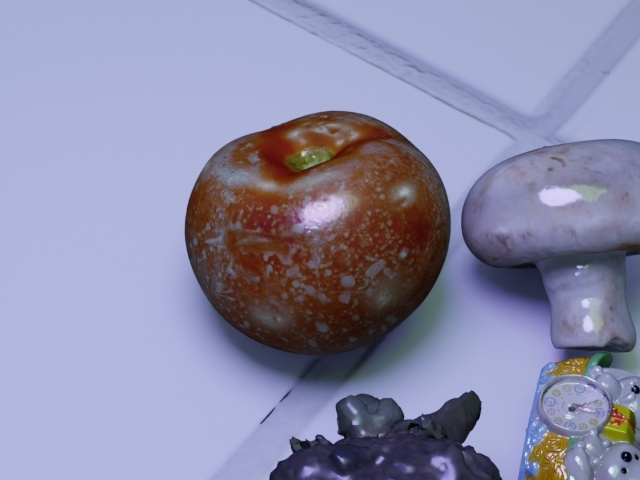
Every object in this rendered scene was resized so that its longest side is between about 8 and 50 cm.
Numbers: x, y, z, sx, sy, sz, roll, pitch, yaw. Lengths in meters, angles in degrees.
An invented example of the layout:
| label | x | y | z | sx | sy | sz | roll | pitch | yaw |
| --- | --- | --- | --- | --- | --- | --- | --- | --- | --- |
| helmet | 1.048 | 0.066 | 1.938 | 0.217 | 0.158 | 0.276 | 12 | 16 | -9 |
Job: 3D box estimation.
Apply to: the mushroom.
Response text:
| label | x | y | z | sx | sy | sz | roll | pitch | yaw |
| --- | --- | --- | --- | --- | --- | --- | --- | --- | --- |
| mushroom | 0.273 | 0.008 | 1.543 | 0.244 | 0.243 | 0.243 | 2 | 51 | -3 |

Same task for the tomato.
| label | x | y | z | sx | sy | sz | roll | pitch | yaw |
| --- | --- | --- | --- | --- | --- | --- | --- | --- | --- |
| tomato | 0.000 | 0.000 | 1.503 | 0.270 | 0.222 | 0.270 | -5 | 26 | 2 |

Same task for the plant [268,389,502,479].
| label | x | y | z | sx | sy | sz | roll | pitch | yaw |
| --- | --- | --- | --- | --- | --- | --- | --- | --- | --- |
| plant | 0.058 | 0.251 | 1.305 | 0.215 | 0.213 | 0.312 | 0 | 52 | -1 |

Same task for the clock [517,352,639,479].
| label | x | y | z | sx | sy | sz | roll | pitch | yaw |
| --- | --- | --- | --- | --- | --- | --- | --- | --- | --- |
| clock | 0.272 | 0.200 | 1.435 | 0.144 | 0.103 | 0.231 | 9 | 49 | 14 |
